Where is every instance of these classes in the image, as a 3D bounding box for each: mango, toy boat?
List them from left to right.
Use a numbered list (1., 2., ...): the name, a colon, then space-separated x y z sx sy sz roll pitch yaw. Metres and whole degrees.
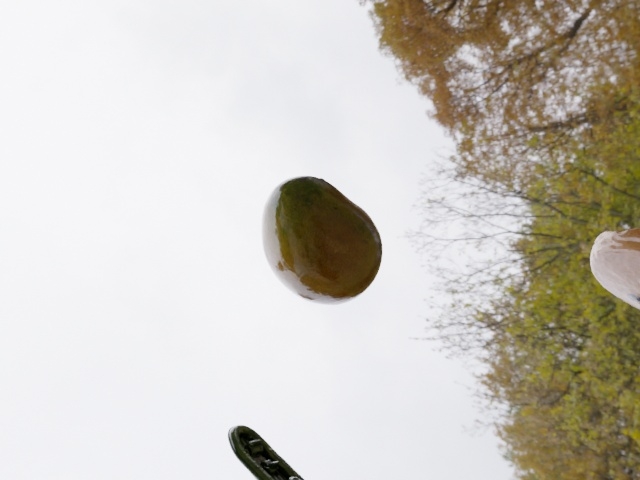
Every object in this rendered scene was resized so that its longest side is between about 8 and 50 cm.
1. toy boat: -0.114 0.448 1.212 0.104 0.210 0.052 10 -71 -51
2. mango: -0.002 0.006 0.818 0.221 0.120 0.151 34 -93 -45

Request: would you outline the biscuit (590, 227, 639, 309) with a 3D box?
1. biscuit: 0.376 0.085 0.489 0.324 0.205 0.049 32 -105 12
